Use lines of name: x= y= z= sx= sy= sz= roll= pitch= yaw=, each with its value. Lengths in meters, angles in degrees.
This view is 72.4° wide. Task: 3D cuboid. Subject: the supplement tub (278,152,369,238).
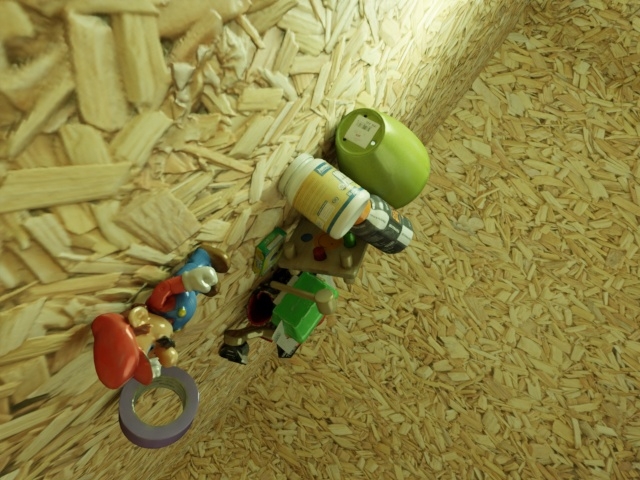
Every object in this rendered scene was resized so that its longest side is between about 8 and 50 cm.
supplement tub: x=0.007 y=-0.115 z=1.106 sx=0.144 sy=0.200 sz=0.144 roll=-51 pitch=171 yaw=-11

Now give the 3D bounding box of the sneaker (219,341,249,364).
sneaker: x=-0.365 y=0.468 z=1.893 sx=0.271 sy=0.101 sz=0.107 roll=92 pitch=12 yaw=-70

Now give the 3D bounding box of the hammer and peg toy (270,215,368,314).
hammer and peg toy: x=0.000 y=0.041 z=1.359 sx=0.127 sy=0.266 sz=0.361 roll=79 pitch=28 yaw=-43

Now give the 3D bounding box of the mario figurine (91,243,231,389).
mario figurine: x=-0.271 y=0.154 z=0.821 sx=0.320 sy=0.170 sz=0.197 roll=-54 pitch=140 yaw=-49

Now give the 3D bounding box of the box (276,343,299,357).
box: x=-0.134 y=0.344 z=2.028 sx=0.074 sy=0.293 sz=0.295 roll=9 pitch=133 yaw=-27

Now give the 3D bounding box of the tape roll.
tape roll: x=-0.410 y=0.419 z=1.112 sx=0.189 sy=0.189 sz=0.080 roll=-44 pitch=168 yaw=-44

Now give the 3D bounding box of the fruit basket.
fruit basket: x=-0.060 y=0.263 z=1.653 sx=0.327 sy=0.166 sz=0.353 roll=-52 pitch=166 yaw=-14

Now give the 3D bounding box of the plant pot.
plant pot: x=0.154 y=-0.253 z=1.258 sx=0.274 sy=0.275 sz=0.293 roll=-53 pitch=155 yaw=4

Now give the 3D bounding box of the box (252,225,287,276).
box: x=-0.162 y=0.043 z=1.374 sx=0.105 sy=0.043 sz=0.179 roll=-48 pitch=171 yaw=-30

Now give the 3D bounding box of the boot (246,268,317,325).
boot: x=-0.131 y=0.158 z=1.706 sx=0.377 sy=0.138 sz=0.284 roll=-52 pitch=173 yaw=34

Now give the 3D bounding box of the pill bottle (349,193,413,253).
pill bottle: x=0.158 y=-0.054 z=1.270 sx=0.246 sy=0.130 sz=0.130 roll=27 pitch=102 yaw=-47

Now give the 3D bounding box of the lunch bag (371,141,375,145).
lunch bag: x=0.196 y=-0.244 z=1.693 sx=0.243 sy=0.115 sz=0.303 roll=-29 pitch=144 yaw=-59

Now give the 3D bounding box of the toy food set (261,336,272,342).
toy food set: x=-0.286 y=0.473 z=2.345 sx=0.232 sy=0.105 sz=0.111 roll=-158 pitch=-88 yaw=-81

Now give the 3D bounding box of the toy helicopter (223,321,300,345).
toy helicopter: x=-0.247 y=0.350 z=1.773 sx=0.355 sy=0.235 sz=0.140 roll=-7 pitch=110 yaw=-47
